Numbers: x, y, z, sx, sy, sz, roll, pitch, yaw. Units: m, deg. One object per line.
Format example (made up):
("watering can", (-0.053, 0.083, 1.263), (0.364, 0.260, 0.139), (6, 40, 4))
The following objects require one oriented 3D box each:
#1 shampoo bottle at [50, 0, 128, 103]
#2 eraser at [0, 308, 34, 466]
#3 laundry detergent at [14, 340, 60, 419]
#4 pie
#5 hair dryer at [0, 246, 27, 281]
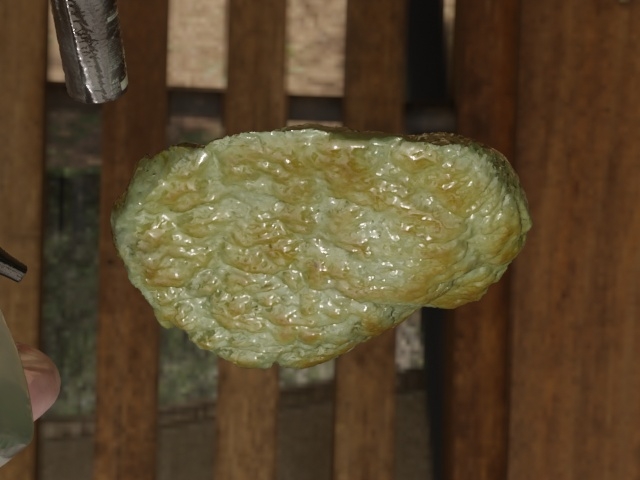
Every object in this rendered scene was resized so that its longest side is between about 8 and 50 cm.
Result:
("shampoo bottle", (-0.202, -0.218, 1.245), (0.063, 0.208, 0.057), (-18, -140, -18))
("eraser", (-0.330, 0.129, 0.934), (0.290, 0.189, 0.104), (-36, 151, 16))
("laundry detergent", (-0.307, 0.134, 1.234), (0.159, 0.088, 0.335), (-8, 179, -5))
("pie", (-0.001, -0.005, 0.958), (0.274, 0.106, 0.257), (-13, 148, 21))
("hair dryer", (-0.243, 0.015, 1.068), (0.079, 0.031, 0.083), (32, 180, -31))
